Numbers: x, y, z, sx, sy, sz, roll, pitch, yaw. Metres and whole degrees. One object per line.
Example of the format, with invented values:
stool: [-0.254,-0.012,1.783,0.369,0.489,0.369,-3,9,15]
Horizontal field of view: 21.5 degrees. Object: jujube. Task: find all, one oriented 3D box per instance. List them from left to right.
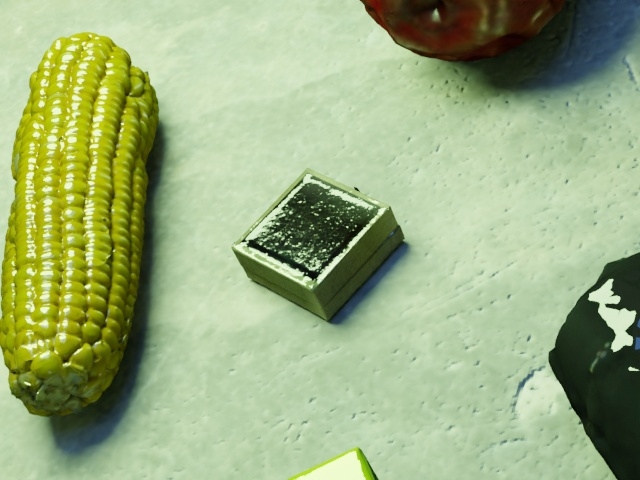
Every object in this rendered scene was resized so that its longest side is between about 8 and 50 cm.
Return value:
jujube: [0.105,-0.238,1.165,0.174,0.174,0.250,-3,45,22]

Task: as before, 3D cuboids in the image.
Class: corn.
corn: [-0.162,-0.019,1.134,0.102,0.102,0.313,-14,46,12]

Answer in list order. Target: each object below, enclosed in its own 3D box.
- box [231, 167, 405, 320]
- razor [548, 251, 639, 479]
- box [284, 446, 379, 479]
box: [0.000,0.000,1.089,0.079,0.035,0.083,26,64,39]
razor: [0.256,0.115,0.817,0.189,0.107,0.327,-28,46,-3]
box: [-0.007,0.271,0.837,0.187,0.047,0.335,-25,44,1]
